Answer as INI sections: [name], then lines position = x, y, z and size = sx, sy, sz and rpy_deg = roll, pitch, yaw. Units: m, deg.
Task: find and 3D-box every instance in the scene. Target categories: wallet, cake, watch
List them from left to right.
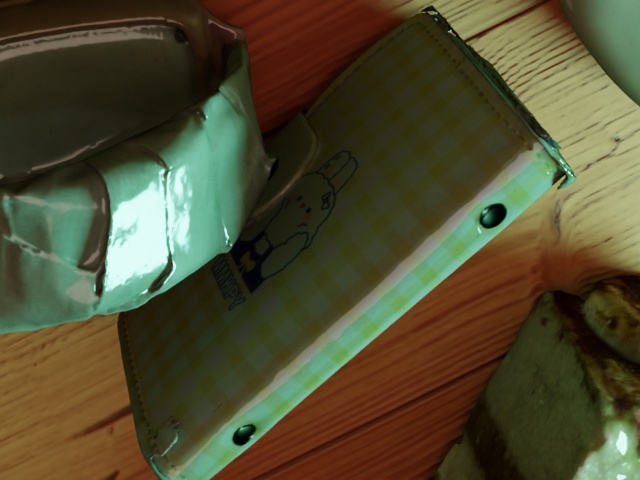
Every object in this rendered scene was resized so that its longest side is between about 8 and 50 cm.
[watch]
position = -0.150, -0.046, 1.105
size = 0.253, 0.241, 0.162
rpy_deg = -10, 116, -10
[wallet]
position = 0.000, 0.000, 1.174
size = 0.309, 0.223, 0.077
rpy_deg = -41, 123, 8
[cake]
position = 0.223, 0.169, 1.335
size = 0.196, 0.199, 0.293
rpy_deg = 22, 107, -20

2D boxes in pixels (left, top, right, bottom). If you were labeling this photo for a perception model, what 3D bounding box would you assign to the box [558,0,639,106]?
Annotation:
[box]
position = 0.241, -0.166, 1.232
size = 0.146, 0.088, 0.200
rpy_deg = -38, 119, 8
